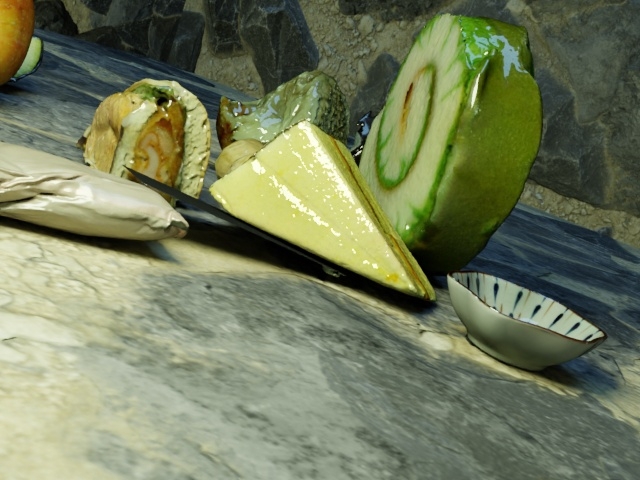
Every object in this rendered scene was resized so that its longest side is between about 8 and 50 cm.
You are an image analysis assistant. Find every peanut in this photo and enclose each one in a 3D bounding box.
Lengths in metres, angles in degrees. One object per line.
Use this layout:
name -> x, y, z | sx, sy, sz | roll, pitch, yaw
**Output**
peanut -> -0.101, -0.097, 1.246 | 0.103, 0.098, 0.229 | -25, 19, -6

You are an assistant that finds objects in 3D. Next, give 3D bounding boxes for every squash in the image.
squash -> -0.622, -0.323, 1.537 | 0.192, 0.085, 0.184 | 13, 42, -20

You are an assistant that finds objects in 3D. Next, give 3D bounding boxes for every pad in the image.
pad -> -0.106, -0.023, 0.985 | 0.265, 0.009, 0.159 | 25, 3, -24

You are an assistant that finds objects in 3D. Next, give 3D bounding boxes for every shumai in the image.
shumai -> -0.067, -0.211, 1.568 | 0.222, 0.225, 0.260 | 11, 1, 24

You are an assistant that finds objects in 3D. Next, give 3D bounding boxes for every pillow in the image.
pillow -> -0.280, -0.053, 0.809 | 0.270, 0.067, 0.173 | 12, 8, -33

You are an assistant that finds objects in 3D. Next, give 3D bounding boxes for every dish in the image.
dish -> 0.220, 0.099, 0.933 | 0.190, 0.066, 0.191 | 20, 13, -5

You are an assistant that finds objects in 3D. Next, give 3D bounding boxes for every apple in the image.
apple -> -0.567, -0.349, 1.289 | 0.242, 0.242, 0.241 | 14, 6, -27

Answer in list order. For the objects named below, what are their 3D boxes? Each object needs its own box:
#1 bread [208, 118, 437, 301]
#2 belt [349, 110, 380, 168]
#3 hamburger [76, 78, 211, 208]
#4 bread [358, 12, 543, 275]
bread -> 0.003, 0.002, 1.033 | 0.264, 0.163, 0.167 | 59, 12, 17
belt -> 0.132, -0.165, 1.511 | 0.164, 0.289, 0.184 | 52, -31, -5
hamburger -> -0.234, -0.139, 1.110 | 0.135, 0.155, 0.207 | 18, 3, -32
bread -> 0.174, -0.135, 1.194 | 0.129, 0.366, 0.382 | 14, -4, -17
